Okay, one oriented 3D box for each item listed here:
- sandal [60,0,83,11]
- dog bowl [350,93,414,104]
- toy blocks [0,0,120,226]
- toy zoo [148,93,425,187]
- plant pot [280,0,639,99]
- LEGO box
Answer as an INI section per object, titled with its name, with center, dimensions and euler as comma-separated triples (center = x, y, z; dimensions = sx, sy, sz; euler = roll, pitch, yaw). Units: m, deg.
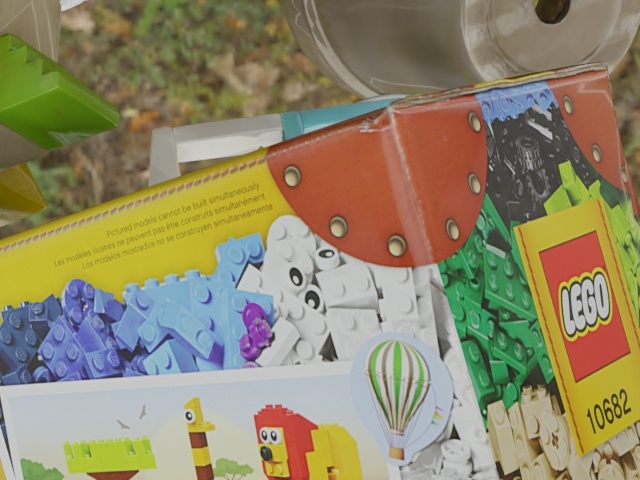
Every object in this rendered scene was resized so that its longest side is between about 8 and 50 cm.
[sandal]
center = -0.279, -0.193, 1.200
dimensions = 0.265, 0.102, 0.076
euler = -29, 120, -20
[dog bowl]
center = 0.061, 0.014, 1.350
dimensions = 0.265, 0.265, 0.104
euler = 6, 165, -27
[toy blocks]
center = -0.288, -0.144, 0.920
dimensions = 0.381, 0.261, 0.190
euler = -17, 150, 30
[toy zoo]
center = 0.000, 0.000, 1.048
dimensions = 0.293, 0.192, 0.030
euler = -9, 155, -8
[plant pot]
center = 0.157, -0.250, 1.493
dimensions = 0.323, 0.280, 0.323
euler = -8, 112, -21
[LEGO box]
center = -0.063, 0.168, 0.757
dimensions = 0.500, 0.372, 0.193
euler = -17, 180, 37
